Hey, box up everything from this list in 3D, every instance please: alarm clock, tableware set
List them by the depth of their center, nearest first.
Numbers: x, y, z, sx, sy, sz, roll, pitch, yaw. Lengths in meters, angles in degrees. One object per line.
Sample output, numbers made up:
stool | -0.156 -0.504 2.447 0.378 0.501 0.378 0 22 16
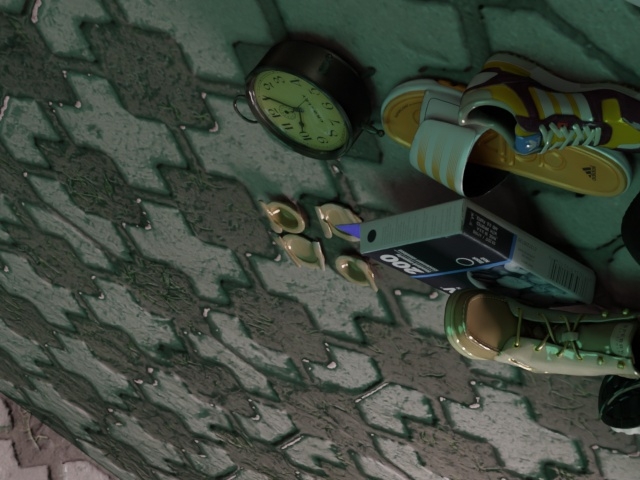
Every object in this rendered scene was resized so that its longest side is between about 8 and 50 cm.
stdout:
alarm clock | -0.025 -0.148 1.273 0.192 0.064 0.129 -3 134 44
tableware set | 0.000 0.000 1.508 0.169 0.020 0.141 11 143 34

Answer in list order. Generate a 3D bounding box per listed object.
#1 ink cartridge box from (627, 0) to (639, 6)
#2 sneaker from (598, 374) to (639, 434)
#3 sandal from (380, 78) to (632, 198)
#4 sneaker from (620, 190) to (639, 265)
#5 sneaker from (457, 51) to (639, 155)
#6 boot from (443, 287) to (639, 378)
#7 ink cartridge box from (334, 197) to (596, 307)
ink cartridge box | 0.287 -0.255 0.719 0.395 0.151 0.270 27 148 11
sneaker | 0.426 0.160 1.261 0.108 0.100 0.271 24 156 -35
sandal | 0.163 -0.082 1.168 0.265 0.076 0.102 18 146 28
sneaker | 0.454 0.075 0.967 0.257 0.169 0.447 45 169 -34
sneaker | 0.214 -0.102 1.080 0.185 0.084 0.069 20 147 24
boot | 0.244 0.097 1.246 0.165 0.077 0.213 -1 164 45
ink cartridge box | 0.150 0.025 1.304 0.206 0.045 0.208 26 159 -33
